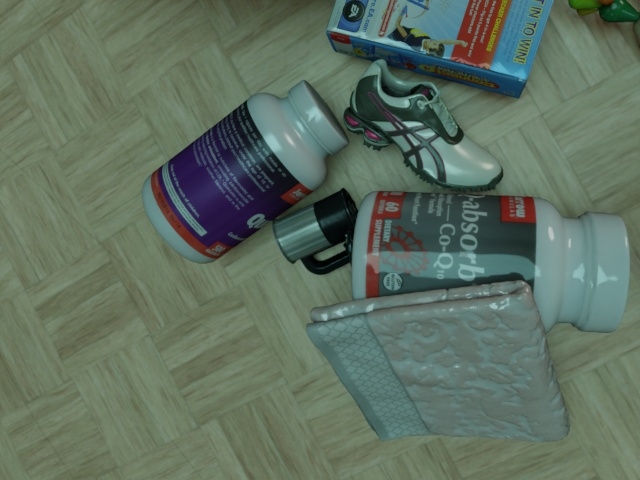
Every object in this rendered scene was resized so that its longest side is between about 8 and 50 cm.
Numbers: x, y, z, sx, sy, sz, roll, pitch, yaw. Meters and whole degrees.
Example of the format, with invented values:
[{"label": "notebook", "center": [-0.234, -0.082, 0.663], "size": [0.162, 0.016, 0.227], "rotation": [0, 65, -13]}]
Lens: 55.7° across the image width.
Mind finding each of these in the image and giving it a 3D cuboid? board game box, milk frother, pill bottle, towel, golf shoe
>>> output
[{"label": "board game box", "center": [0.201, -0.404, 0.912], "size": [0.302, 0.086, 0.308], "rotation": [19, 89, 11]}, {"label": "milk frother", "center": [0.000, 0.000, 0.992], "size": [0.135, 0.143, 0.129], "rotation": [-25, 93, 14]}, {"label": "pill bottle", "center": [0.240, 0.035, 0.902], "size": [0.363, 0.210, 0.210], "rotation": [3, 95, 13]}, {"label": "towel", "center": [0.179, 0.199, 0.894], "size": [0.317, 0.053, 0.331], "rotation": [-10, 131, 24]}, {"label": "pill bottle", "center": [-0.119, -0.114, 0.990], "size": [0.323, 0.181, 0.181], "rotation": [-34, 86, 14]}, {"label": "golf shoe", "center": [0.166, -0.170, 0.936], "size": [0.273, 0.105, 0.120], "rotation": [29, 136, 8]}]

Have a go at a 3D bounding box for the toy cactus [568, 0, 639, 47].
[{"label": "toy cactus", "center": [0.466, -0.353, 0.878], "size": [0.219, 0.112, 0.180], "rotation": [-22, 113, -4]}]
